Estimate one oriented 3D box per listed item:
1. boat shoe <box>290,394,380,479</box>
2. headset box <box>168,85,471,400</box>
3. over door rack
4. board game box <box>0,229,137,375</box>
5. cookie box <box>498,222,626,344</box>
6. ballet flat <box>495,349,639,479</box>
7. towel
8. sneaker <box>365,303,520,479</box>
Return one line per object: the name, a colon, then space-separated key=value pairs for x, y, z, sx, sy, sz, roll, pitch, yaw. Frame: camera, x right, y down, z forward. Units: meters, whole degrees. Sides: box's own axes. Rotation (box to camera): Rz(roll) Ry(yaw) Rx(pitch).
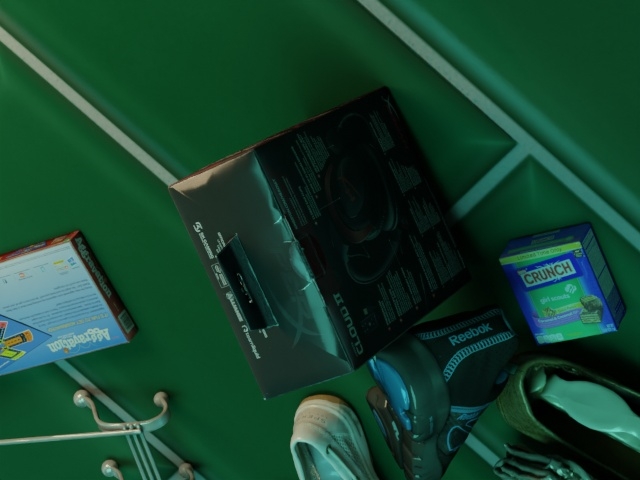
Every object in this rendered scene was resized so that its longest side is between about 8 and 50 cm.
boat shoe: x=0.030 y=0.314 z=1.824 sx=0.098 sy=0.096 sz=0.277 roll=-14 pitch=114 yaw=31
headset box: x=0.000 y=0.000 z=1.486 sx=0.110 sy=0.293 sz=0.218 roll=-21 pitch=96 yaw=33
over door rack: x=-0.307 y=0.315 z=1.956 sx=0.324 sy=0.108 sz=0.240 roll=-13 pitch=117 yaw=8
board game box: x=-0.363 y=0.085 z=1.903 sx=0.281 sy=0.027 sz=0.145 roll=-15 pitch=112 yaw=32
cookie box: x=0.242 y=0.045 z=1.589 sx=0.091 sy=0.040 sz=0.107 roll=-14 pitch=113 yaw=32
ballet flat: x=0.333 y=0.204 z=1.589 sx=0.342 sy=0.116 sz=0.124 roll=29 pitch=171 yaw=10
towel: x=0.318 y=0.302 z=1.643 sx=0.282 sy=0.049 sz=0.187 roll=36 pitch=172 yaw=-10
sneaker: x=0.129 y=0.163 z=1.615 sx=0.125 sy=0.139 sz=0.341 roll=60 pitch=171 yaw=15
